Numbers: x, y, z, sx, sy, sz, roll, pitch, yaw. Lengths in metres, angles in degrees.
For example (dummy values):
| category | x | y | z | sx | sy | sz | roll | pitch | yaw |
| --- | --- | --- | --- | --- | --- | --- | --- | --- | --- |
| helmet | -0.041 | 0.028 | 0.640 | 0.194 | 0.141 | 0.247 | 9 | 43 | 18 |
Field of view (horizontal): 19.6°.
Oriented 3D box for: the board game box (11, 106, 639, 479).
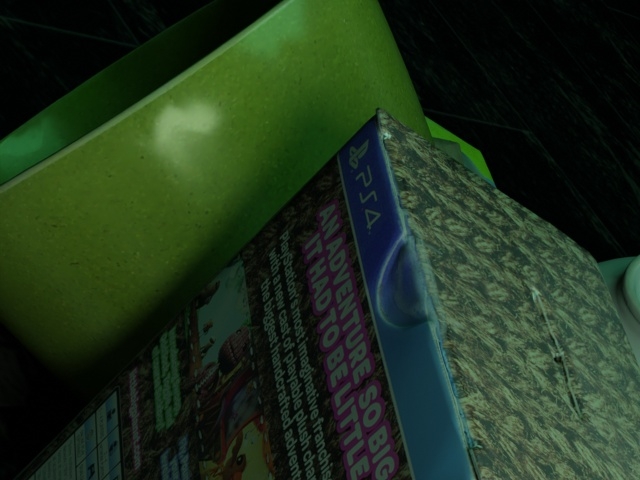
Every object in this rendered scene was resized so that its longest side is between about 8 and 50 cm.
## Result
| category | x | y | z | sx | sy | sz | roll | pitch | yaw |
| --- | --- | --- | --- | --- | --- | --- | --- | --- | --- |
| board game box | -0.003 | 0.136 | 0.784 | 0.141 | 0.291 | 0.232 | 32 | 27 | -28 |

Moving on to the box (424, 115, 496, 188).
| category | x | y | z | sx | sy | sz | roll | pitch | yaw |
| --- | --- | --- | --- | --- | --- | --- | --- | --- | --- |
| box | 0.110 | -0.036 | 1.587 | 0.109 | 0.042 | 0.178 | 29 | 27 | -33 |

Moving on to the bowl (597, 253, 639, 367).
| category | x | y | z | sx | sy | sz | roll | pitch | yaw |
| --- | --- | --- | --- | --- | --- | --- | --- | --- | --- |
| bowl | 0.273 | 0.098 | 1.360 | 0.297 | 0.134 | 0.298 | 11 | 34 | -7 |

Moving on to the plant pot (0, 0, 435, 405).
| category | x | y | z | sx | sy | sz | roll | pitch | yaw |
| --- | --- | --- | --- | --- | --- | --- | --- | --- | --- |
| plant pot | -0.024 | 0.033 | 1.008 | 0.293 | 0.274 | 0.275 | 57 | 21 | -12 |

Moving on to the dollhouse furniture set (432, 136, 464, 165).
| category | x | y | z | sx | sy | sz | roll | pitch | yaw |
| --- | --- | --- | --- | --- | --- | --- | --- | --- | --- |
| dollhouse furniture set | 0.000 | 0.000 | 1.284 | 0.183 | 0.129 | 0.129 | 9 | 31 | -7 |
